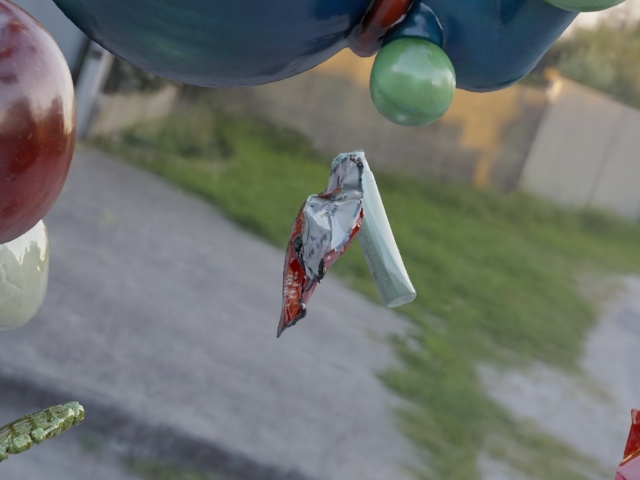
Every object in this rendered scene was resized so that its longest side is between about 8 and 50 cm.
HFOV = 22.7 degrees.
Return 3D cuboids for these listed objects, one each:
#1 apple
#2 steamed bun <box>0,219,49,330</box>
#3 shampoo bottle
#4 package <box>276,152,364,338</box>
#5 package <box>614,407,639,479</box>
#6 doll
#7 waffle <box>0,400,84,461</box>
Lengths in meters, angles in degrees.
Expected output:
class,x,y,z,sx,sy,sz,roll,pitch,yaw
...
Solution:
class,x,y,z,sx,sy,sz,roll,pitch,yaw
apple,-0.304,-0.099,1.279,0.218,0.201,0.218,12,26,-6
steamed bun,-0.542,-0.001,2.305,0.312,0.233,0.334,10,-11,-17
shampoo bottle,0.070,-0.016,2.115,0.049,0.212,0.072,-21,-11,1
package,0.000,0.000,1.925,0.071,0.194,0.269,22,-24,-3
package,0.346,0.265,1.396,0.196,0.123,0.423,-11,32,29
doll,-0.011,-0.159,0.775,0.322,0.186,0.198,20,50,-3
waffle,-0.409,0.262,2.133,0.169,0.036,0.183,-19,4,26
